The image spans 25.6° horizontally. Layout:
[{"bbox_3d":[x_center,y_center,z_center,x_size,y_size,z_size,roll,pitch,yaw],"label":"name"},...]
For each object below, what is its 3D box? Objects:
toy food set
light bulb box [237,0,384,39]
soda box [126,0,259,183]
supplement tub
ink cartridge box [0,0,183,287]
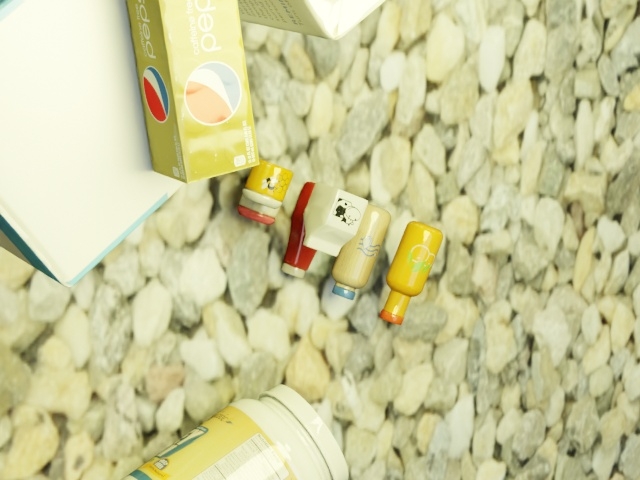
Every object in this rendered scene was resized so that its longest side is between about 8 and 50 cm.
[{"bbox_3d":[0.000,0.000,1.393,0.232,0.111,0.105,20,91,-38],"label":"toy food set"},{"bbox_3d":[-0.017,-0.368,1.132,0.358,0.361,0.225,-42,123,-17],"label":"light bulb box"},{"bbox_3d":[-0.094,-0.137,0.997,0.061,0.058,0.181,-17,110,-28],"label":"soda box"},{"bbox_3d":[-0.087,0.246,1.383,0.199,0.144,0.144,-33,119,-22],"label":"supplement tub"},{"bbox_3d":[-0.233,-0.123,1.111,0.198,0.270,0.197,-44,121,-16],"label":"ink cartridge box"}]
